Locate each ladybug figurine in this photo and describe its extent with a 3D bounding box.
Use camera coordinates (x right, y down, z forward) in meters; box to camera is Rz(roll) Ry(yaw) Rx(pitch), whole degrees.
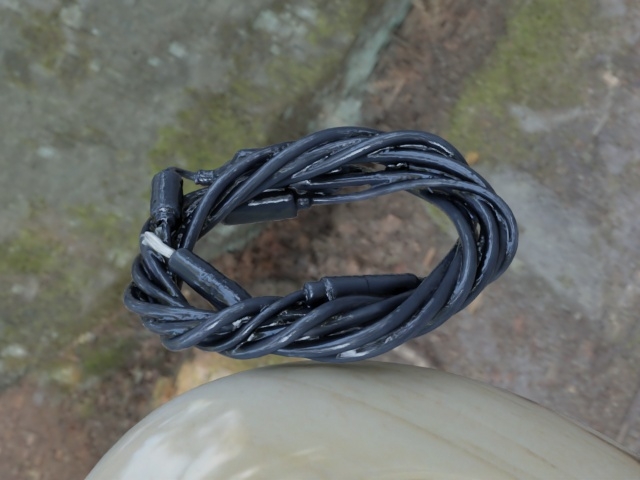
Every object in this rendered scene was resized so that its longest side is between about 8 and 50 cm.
[{"bbox_3d":[0.076,0.241,0.646,0.305,0.449,0.162,-54,0,-24],"label":"ladybug figurine"}]

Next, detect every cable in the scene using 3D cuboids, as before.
[{"bbox_3d":[0.000,0.000,0.667,0.184,0.047,0.150,1,36,9],"label":"cable"}]
